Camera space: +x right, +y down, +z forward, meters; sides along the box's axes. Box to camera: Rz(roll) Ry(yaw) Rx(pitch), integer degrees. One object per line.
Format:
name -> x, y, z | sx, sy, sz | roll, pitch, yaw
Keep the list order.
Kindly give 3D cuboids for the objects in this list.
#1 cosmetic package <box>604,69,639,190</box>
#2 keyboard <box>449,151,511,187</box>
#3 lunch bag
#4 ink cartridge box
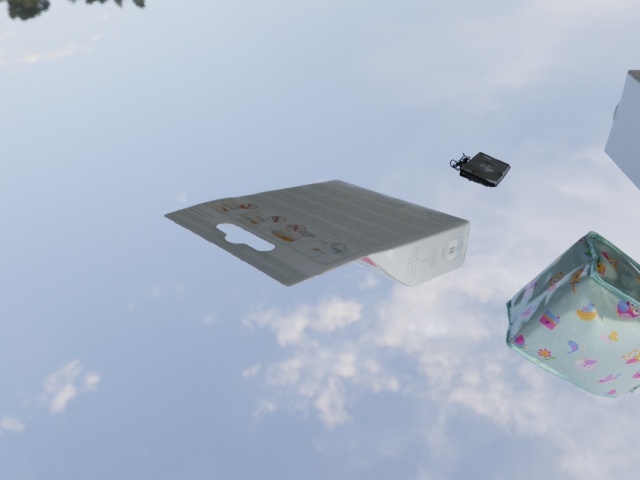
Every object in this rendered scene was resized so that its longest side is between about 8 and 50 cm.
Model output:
cosmetic package -> 0.776, -0.197, 1.142 | 0.156, 0.217, 0.385 | -1, -141, 2
keyboard -> 0.312, -0.136, 1.066 | 0.100, 0.038, 0.192 | 29, -152, 17
lunch bag -> 0.496, 0.148, 0.939 | 0.262, 0.223, 0.160 | 32, -143, -4
ink cartridge box -> 0.000, 0.000, 0.853 | 0.384, 0.091, 0.308 | -17, -150, -40
